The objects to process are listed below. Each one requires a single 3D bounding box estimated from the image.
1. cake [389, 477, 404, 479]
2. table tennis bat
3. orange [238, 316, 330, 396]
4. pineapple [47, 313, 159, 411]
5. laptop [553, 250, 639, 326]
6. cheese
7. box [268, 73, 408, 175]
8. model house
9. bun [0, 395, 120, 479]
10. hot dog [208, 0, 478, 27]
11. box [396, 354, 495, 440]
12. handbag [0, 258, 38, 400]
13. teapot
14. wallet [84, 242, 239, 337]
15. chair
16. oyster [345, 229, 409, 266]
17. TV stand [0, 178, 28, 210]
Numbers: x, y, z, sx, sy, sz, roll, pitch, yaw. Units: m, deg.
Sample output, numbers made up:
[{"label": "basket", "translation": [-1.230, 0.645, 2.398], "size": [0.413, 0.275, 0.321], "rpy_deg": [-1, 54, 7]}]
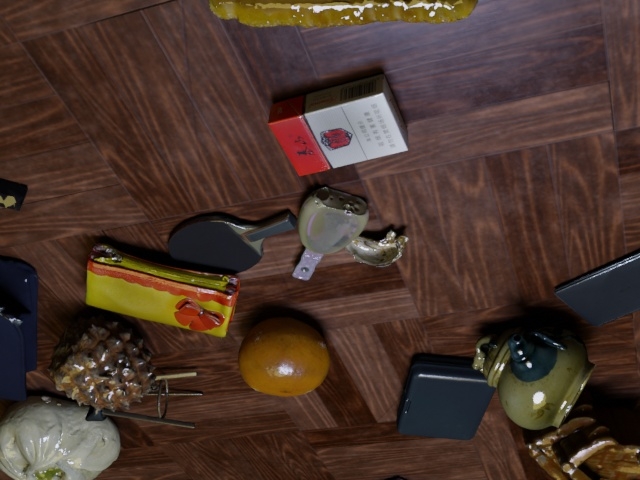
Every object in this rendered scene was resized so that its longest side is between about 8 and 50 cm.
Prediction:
[{"label": "cake", "translation": [0.125, 0.612, 1.882], "size": [0.116, 0.113, 0.295], "rpy_deg": [40, 140, -27]}, {"label": "table tennis bat", "translation": [-0.132, 0.001, 1.237], "size": [0.220, 0.019, 0.130], "rpy_deg": [-18, 135, 27]}, {"label": "orange", "translation": [-0.061, 0.194, 1.375], "size": [0.156, 0.124, 0.156], "rpy_deg": [0, 156, 0]}, {"label": "pineapple", "translation": [-0.358, 0.219, 1.410], "size": [0.193, 0.166, 0.166], "rpy_deg": [33, 132, -32]}, {"label": "laptop", "translation": [0.469, 0.073, 1.259], "size": [0.180, 0.016, 0.129], "rpy_deg": [-31, 128, 34]}, {"label": "cheese", "translation": [0.000, 0.000, 1.208], "size": [0.097, 0.037, 0.192], "rpy_deg": [16, 139, -11]}, {"label": "box", "translation": [0.024, -0.143, 1.033], "size": [0.152, 0.048, 0.100], "rpy_deg": [-14, 134, 18]}, {"label": "model house", "translation": [0.480, 0.382, 1.474], "size": [0.229, 0.199, 0.219], "rpy_deg": [4, 117, 9]}, {"label": "bun", "translation": [-0.551, 0.427, 1.669], "size": [0.259, 0.160, 0.259], "rpy_deg": [4, 142, 3]}, {"label": "hot dog", "translation": [0.022, -0.264, 0.874], "size": [0.289, 0.083, 0.068], "rpy_deg": [3, 158, 3]}, {"label": "box", "translation": [0.231, 0.294, 1.512], "size": [0.160, 0.050, 0.230], "rpy_deg": [5, 140, -1]}, {"label": "handbag", "translation": [-0.636, 0.145, 1.378], "size": [0.303, 0.122, 0.329], "rpy_deg": [11, 138, -9]}, {"label": "teapot", "translation": [0.338, 0.214, 1.347], "size": [0.182, 0.173, 0.269], "rpy_deg": [29, 165, 22]}, {"label": "wallet", "translation": [-0.251, 0.084, 1.301], "size": [0.241, 0.067, 0.141], "rpy_deg": [13, 144, -7]}, {"label": "chair", "translation": [-0.337, 0.291, 1.546], "size": [0.221, 0.104, 0.095], "rpy_deg": [-3, 113, 2]}, {"label": "oyster", "translation": [0.084, 0.001, 1.215], "size": [0.083, 0.038, 0.080], "rpy_deg": [34, 126, 6]}, {"label": "TV stand", "translation": [-0.545, -0.091, 1.160], "size": [0.249, 0.036, 0.042], "rpy_deg": [16, 137, -12]}]
